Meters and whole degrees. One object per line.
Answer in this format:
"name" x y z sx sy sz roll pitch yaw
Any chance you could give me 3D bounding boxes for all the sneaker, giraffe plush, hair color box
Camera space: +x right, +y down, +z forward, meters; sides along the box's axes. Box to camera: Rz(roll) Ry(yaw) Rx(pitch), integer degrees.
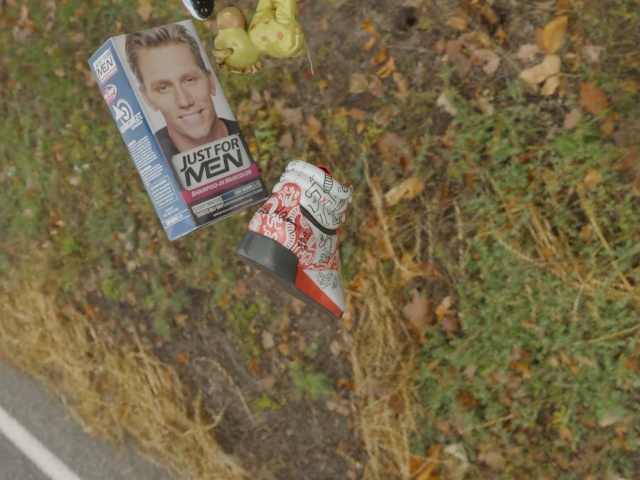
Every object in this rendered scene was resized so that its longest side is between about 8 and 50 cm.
"sneaker" 0.001 0.000 1.027 0.090 0.145 0.270 25 171 24
"giraffe plush" -0.116 -0.374 1.539 0.181 0.170 0.210 69 -173 -68
"sneaker" -0.305 -0.575 1.831 0.086 0.085 0.237 -33 85 43
"hair color box" -0.245 -0.194 1.482 0.105 0.174 0.347 -21 95 51
